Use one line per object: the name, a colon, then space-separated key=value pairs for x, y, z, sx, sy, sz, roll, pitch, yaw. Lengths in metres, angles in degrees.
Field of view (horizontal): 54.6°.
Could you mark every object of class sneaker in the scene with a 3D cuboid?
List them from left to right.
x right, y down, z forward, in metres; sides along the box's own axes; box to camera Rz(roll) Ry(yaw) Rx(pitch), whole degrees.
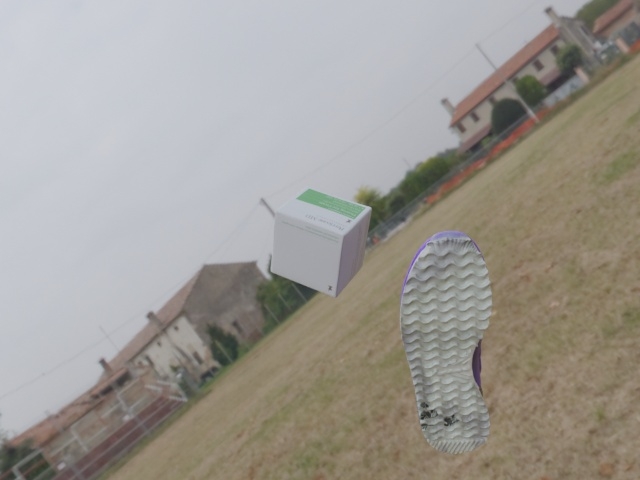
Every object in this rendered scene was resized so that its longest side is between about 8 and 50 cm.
sneaker: x=0.148 y=0.108 z=0.771 sx=0.102 sy=0.293 sz=0.146 roll=-4 pitch=26 yaw=5

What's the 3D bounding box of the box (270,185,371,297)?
box: x=0.000 y=0.000 z=0.810 sx=0.087 sy=0.101 sz=0.101 roll=-45 pitch=-32 yaw=-49
